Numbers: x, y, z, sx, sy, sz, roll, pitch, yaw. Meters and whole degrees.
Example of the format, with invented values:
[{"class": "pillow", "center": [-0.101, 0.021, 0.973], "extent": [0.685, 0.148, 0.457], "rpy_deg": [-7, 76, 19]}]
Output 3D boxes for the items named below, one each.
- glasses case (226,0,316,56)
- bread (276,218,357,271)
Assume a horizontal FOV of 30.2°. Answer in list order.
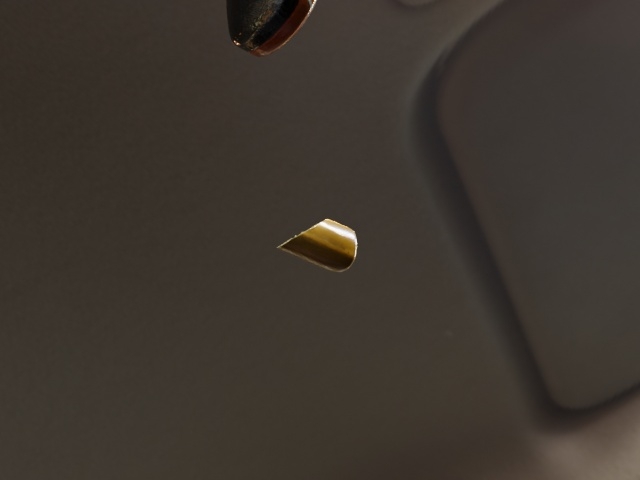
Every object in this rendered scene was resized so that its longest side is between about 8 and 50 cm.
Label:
[{"class": "glasses case", "center": [-0.042, -0.286, 1.132], "extent": [0.067, 0.266, 0.103], "rpy_deg": [28, -44, -30]}, {"class": "bread", "center": [-0.001, -0.001, 1.505], "extent": [0.103, 0.049, 0.062], "rpy_deg": [23, -107, -25]}]
